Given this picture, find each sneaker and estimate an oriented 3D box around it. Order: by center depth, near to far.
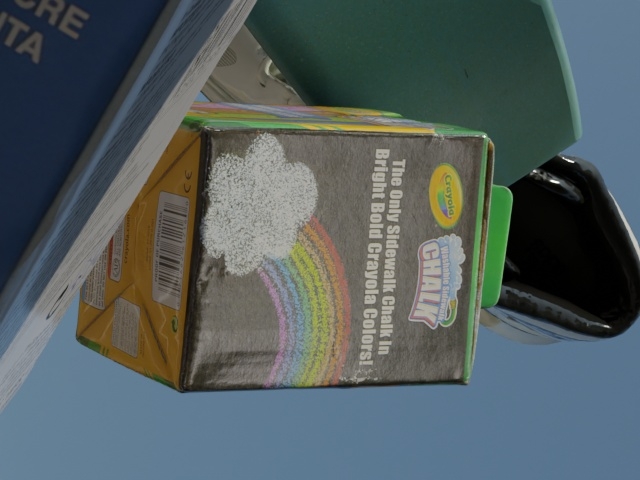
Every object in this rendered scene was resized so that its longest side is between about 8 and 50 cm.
[{"bbox_3d":[0.063,-0.098,1.343,0.169,0.447,0.257,-49,-174,-5],"label":"sneaker"}]

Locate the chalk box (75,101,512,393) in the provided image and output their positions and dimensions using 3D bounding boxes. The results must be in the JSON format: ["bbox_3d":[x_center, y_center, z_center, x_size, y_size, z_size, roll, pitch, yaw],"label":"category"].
[{"bbox_3d":[0.000,0.000,1.007,0.132,0.213,0.132,17,-77,58],"label":"chalk box"}]

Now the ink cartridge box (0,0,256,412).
[{"bbox_3d":[-0.102,-0.083,0.603,0.395,0.151,0.270,-55,-176,24],"label":"ink cartridge box"}]

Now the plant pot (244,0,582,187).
[{"bbox_3d":[0.044,-0.139,1.165,0.165,0.234,0.166,-33,-156,2],"label":"plant pot"}]
